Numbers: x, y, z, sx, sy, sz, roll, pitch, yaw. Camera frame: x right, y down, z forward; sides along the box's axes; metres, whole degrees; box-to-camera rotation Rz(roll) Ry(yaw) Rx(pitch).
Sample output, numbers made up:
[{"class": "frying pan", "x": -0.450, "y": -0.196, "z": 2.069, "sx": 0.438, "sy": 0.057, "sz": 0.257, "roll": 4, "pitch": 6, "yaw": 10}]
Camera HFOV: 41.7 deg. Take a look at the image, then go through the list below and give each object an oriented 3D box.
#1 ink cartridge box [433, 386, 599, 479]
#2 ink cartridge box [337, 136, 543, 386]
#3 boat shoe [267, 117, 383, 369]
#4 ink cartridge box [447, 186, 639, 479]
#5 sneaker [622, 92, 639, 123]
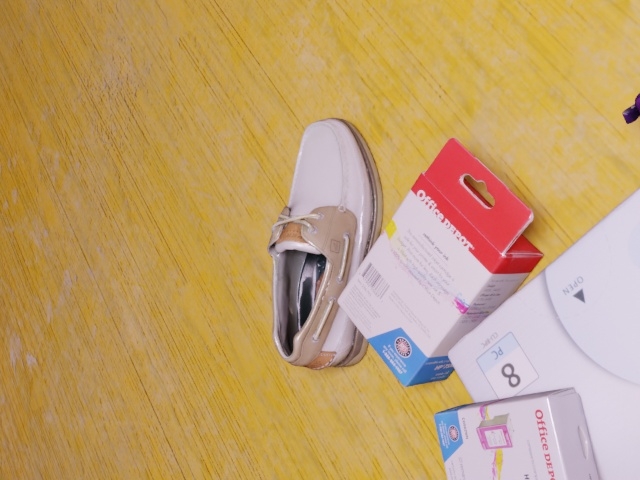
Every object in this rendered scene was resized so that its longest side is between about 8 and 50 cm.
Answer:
[{"class": "ink cartridge box", "x": 0.169, "y": 0.182, "z": 0.733, "sx": 0.122, "sy": 0.052, "sz": 0.088, "roll": -21, "pitch": 76, "yaw": 41}, {"class": "ink cartridge box", "x": 0.131, "y": 0.024, "z": 0.875, "sx": 0.134, "sy": 0.078, "sz": 0.231, "roll": 51, "pitch": 122, "yaw": 33}, {"class": "boat shoe", "x": 0.000, "y": 0.000, "z": 0.987, "sx": 0.113, "sy": 0.103, "sz": 0.302, "roll": -7, "pitch": 83, "yaw": 44}, {"class": "ink cartridge box", "x": 0.313, "y": 0.164, "z": 0.683, "sx": 0.308, "sy": 0.091, "sz": 0.384, "roll": -47, "pitch": 56, "yaw": 32}, {"class": "sneaker", "x": 0.324, "y": -0.111, "z": 0.626, "sx": 0.098, "sy": 0.083, "sz": 0.224, "roll": -43, "pitch": 14, "yaw": -5}]
